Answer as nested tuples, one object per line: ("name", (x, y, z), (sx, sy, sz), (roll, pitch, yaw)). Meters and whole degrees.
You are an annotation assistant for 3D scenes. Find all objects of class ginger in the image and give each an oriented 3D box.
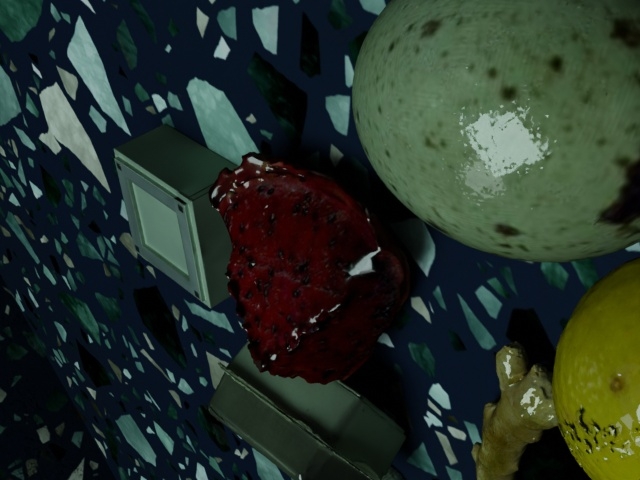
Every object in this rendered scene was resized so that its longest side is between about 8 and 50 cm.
("ginger", (0.254, 0.259, 1.404), (0.118, 0.065, 0.299), (53, 150, 36))

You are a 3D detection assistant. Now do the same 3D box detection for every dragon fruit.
("dragon fruit", (0.007, 0.001, 1.521), (0.286, 0.228, 0.329), (-48, 51, 26))

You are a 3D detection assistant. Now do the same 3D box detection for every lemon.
("lemon", (0.349, 0.125, 0.965), (0.258, 0.258, 0.310), (52, 149, 12))

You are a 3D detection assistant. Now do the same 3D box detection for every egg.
("egg", (0.185, -0.125, 0.955), (0.379, 0.287, 0.288), (6, 122, 61))

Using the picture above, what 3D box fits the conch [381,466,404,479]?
("conch", (0.096, 0.454, 1.764), (0.137, 0.114, 0.234), (15, 124, 32))

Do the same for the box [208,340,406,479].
("box", (-0.025, 0.282, 1.671), (0.290, 0.166, 0.220), (29, 168, 40))

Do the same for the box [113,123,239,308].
("box", (-0.228, -0.041, 1.784), (0.225, 0.117, 0.225), (31, 140, 38))
